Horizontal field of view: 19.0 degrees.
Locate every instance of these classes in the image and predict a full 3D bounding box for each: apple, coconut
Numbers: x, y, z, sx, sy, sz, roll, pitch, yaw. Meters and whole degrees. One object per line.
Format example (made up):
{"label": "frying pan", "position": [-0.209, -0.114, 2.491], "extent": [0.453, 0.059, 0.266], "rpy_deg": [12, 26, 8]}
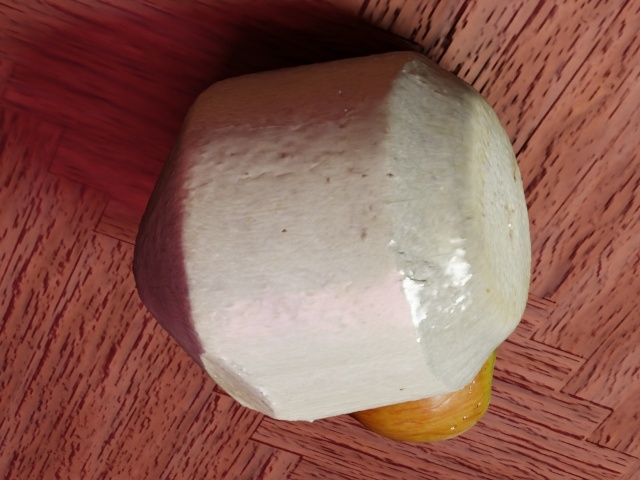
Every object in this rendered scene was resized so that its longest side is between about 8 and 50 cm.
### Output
{"label": "apple", "position": [0.067, 0.081, 1.421], "extent": [0.146, 0.146, 0.146], "rpy_deg": [6, 140, 5]}
{"label": "coconut", "position": [0.000, 0.000, 1.265], "extent": [0.266, 0.237, 0.237], "rpy_deg": [-8, 137, 14]}
